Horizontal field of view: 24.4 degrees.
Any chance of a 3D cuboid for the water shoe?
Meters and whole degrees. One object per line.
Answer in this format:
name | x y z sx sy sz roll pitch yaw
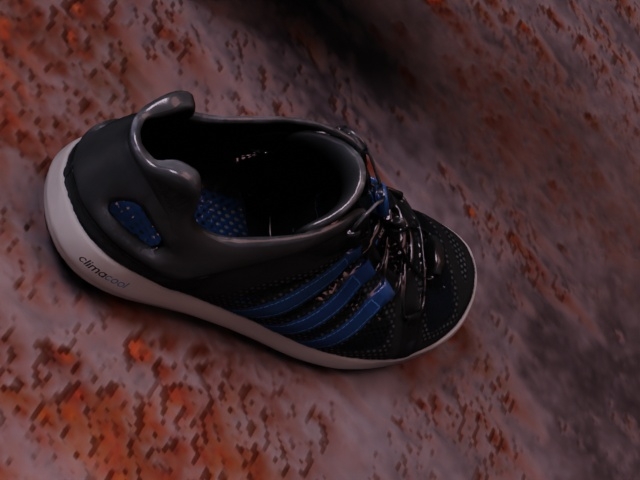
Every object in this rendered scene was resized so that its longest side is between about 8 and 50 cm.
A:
water shoe | 0.000 0.000 0.544 0.203 0.080 0.073 11 62 -40
